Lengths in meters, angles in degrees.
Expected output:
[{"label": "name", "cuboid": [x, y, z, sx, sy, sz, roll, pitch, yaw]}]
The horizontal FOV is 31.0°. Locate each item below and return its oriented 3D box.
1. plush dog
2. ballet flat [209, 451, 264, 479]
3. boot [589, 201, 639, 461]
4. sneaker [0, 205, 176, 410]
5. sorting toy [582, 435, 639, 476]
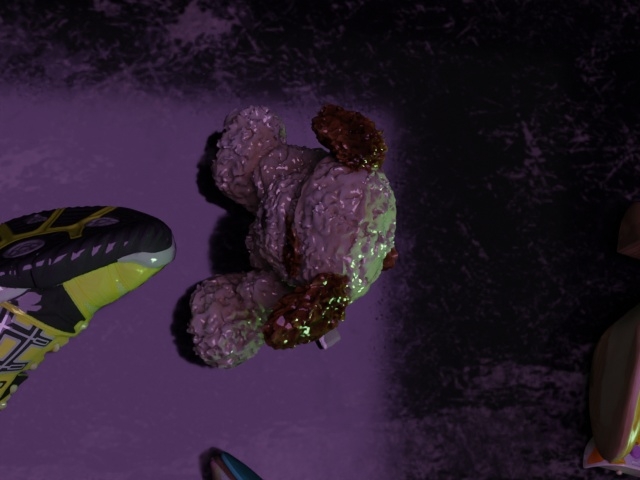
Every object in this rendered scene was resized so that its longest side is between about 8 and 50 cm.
[{"label": "plush dog", "cuboid": [0.000, 0.000, 1.077, 0.210, 0.225, 0.262, 11, 81, -13]}, {"label": "ballet flat", "cuboid": [-0.033, 0.298, 1.124, 0.221, 0.077, 0.079, 37, 96, -9]}, {"label": "boot", "cuboid": [0.412, 0.111, 1.237, 0.211, 0.104, 0.295, 16, 75, -13]}, {"label": "sneaker", "cuboid": [-0.307, 0.084, 1.052, 0.385, 0.145, 0.147, -24, 111, -14]}, {"label": "sorting toy", "cuboid": [0.331, 0.215, 1.246, 0.083, 0.045, 0.075, 16, 61, -13]}]
